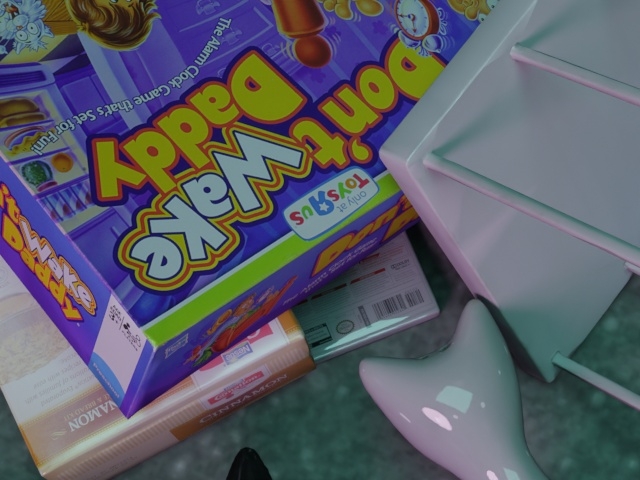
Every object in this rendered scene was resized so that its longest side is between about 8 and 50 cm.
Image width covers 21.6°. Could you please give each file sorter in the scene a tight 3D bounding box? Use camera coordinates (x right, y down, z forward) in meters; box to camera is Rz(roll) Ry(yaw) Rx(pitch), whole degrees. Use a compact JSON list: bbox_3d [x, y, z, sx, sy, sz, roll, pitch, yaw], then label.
[{"bbox_3d":[0.205,-0.061,0.767,0.173,0.193,0.278,27,73,40],"label":"file sorter"}]

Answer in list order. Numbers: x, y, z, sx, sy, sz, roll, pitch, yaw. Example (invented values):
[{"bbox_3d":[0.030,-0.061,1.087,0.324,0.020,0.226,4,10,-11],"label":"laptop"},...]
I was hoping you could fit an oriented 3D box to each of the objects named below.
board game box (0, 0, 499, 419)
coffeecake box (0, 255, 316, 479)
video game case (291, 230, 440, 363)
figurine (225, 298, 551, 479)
[{"bbox_3d":[-0.023,-0.105,0.820,0.347,0.078,0.233,-34,76,-29],"label":"board game box"},{"bbox_3d":[-0.107,0.012,0.844,0.142,0.068,0.185,-28,71,-3],"label":"coffeecake box"},{"bbox_3d":[0.000,0.000,0.881,0.087,0.011,0.122,-21,72,-5],"label":"video game case"},{"bbox_3d":[0.048,0.158,0.768,0.215,0.092,0.209,-33,81,-10],"label":"figurine"}]
